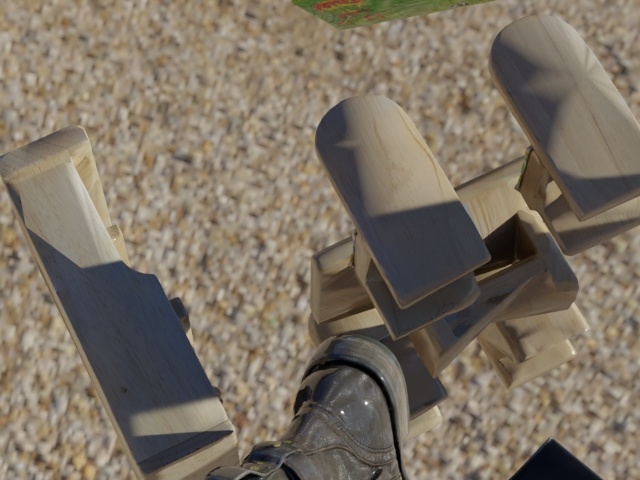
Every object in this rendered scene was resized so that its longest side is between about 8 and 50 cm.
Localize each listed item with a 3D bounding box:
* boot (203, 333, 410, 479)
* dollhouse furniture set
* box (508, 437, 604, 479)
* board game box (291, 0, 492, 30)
[{"bbox_3d":[-0.004,0.204,0.964,0.091,0.263,0.229,-4,24,23],"label":"boot"},{"bbox_3d":[0.000,0.000,1.195,0.394,0.362,0.256,-25,70,-11],"label":"dollhouse furniture set"},{"bbox_3d":[0.224,0.274,1.055,0.103,0.184,0.261,-43,61,-15],"label":"box"},{"bbox_3d":[0.077,-0.213,1.270,0.092,0.181,0.043,16,69,-63],"label":"board game box"}]
